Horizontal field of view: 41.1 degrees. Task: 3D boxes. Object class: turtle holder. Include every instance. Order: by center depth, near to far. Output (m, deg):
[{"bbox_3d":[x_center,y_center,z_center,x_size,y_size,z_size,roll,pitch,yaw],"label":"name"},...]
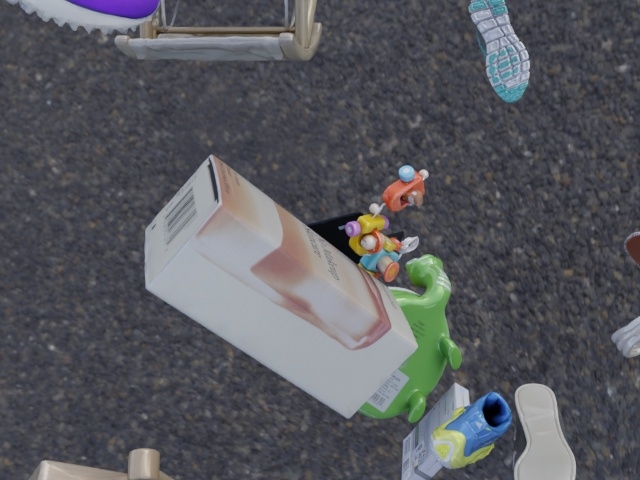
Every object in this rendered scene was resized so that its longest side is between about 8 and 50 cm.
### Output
[{"bbox_3d":[0.127,0.182,1.711,0.227,0.243,0.320,-149,66,-65],"label":"turtle holder"}]

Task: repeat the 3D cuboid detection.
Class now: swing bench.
[{"bbox_3d":[-0.131,-0.368,1.210,0.253,0.165,0.254,4,87,14],"label":"swing bench"}]

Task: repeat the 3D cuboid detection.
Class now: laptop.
[{"bbox_3d":[0.000,0.000,1.433,0.234,0.264,0.136,-13,106,17],"label":"laptop"}]

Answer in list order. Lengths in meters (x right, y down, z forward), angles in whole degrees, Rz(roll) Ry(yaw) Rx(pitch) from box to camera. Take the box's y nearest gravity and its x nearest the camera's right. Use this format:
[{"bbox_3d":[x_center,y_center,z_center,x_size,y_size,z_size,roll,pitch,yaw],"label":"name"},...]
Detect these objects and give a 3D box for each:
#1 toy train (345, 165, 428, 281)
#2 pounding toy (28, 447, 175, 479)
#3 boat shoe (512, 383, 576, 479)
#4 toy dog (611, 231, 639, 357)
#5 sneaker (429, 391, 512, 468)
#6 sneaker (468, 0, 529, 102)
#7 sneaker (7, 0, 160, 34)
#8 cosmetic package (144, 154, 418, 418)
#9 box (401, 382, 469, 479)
[{"bbox_3d":[0.095,-0.010,1.065,0.125,0.166,0.046,-31,54,-16],"label":"toy train"},{"bbox_3d":[-0.233,0.310,0.949,0.206,0.181,0.094,-48,33,43],"label":"pounding toy"},{"bbox_3d":[0.414,0.409,1.590,0.112,0.095,0.335,-4,32,13],"label":"boat shoe"},{"bbox_3d":[0.474,-0.013,1.055,0.333,0.220,0.161,-53,52,32],"label":"toy dog"},{"bbox_3d":[0.268,0.296,1.373,0.126,0.240,0.091,-40,78,22],"label":"sneaker"},{"bbox_3d":[0.265,-0.278,1.250,0.065,0.076,0.166,-14,81,11],"label":"sneaker"},{"bbox_3d":[-0.211,-0.255,0.573,0.146,0.293,0.102,-51,43,19],"label":"sneaker"},{"bbox_3d":[-0.046,0.054,0.981,0.129,0.296,0.153,-47,27,12],"label":"cosmetic package"},{"bbox_3d":[0.228,0.391,1.692,0.038,0.145,0.186,30,115,-8],"label":"box"}]
